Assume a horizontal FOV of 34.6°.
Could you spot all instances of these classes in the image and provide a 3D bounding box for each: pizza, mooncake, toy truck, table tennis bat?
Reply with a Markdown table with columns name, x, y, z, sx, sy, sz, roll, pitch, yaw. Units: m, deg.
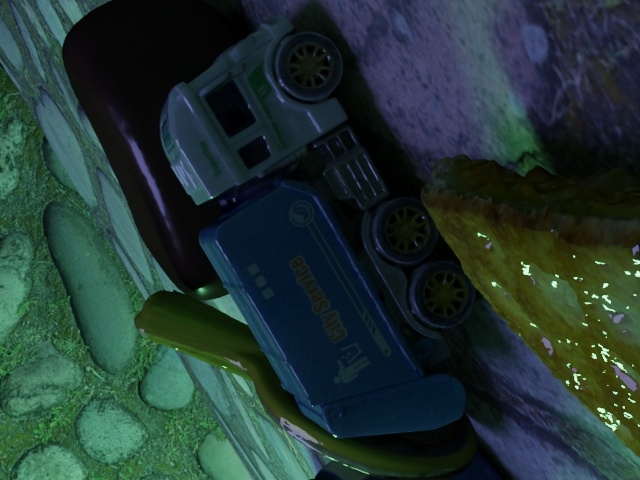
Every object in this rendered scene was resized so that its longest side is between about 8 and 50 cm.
| name | x | y | z | sx | sy | sz | roll | pitch | yaw |
| --- | --- | --- | --- | --- | --- | --- | --- | --- | --- |
| pizza | 0.185 | 0.063 | 0.599 | 0.257 | 0.087 | 0.268 | 59 | 166 | -18 |
| mooncake | -0.141 | -0.099 | 1.120 | 0.325 | 0.174 | 0.334 | 58 | 167 | 7 |
| toy truck | 0.000 | 0.000 | 0.883 | 0.367 | 0.175 | 0.146 | 60 | 167 | -4 |
| table tennis bat | -0.014 | 0.136 | 1.032 | 0.369 | 0.054 | 0.224 | 22 | -160 | 8 |

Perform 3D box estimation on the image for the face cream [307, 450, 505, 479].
| name | x | y | z | sx | sy | sz | roll | pitch | yaw |
| --- | --- | --- | --- | --- | --- | --- | --- | --- | --- |
| face cream | 0.092 | 0.336 | 1.130 | 0.249 | 0.225 | 0.249 | 45 | 161 | 19 |
